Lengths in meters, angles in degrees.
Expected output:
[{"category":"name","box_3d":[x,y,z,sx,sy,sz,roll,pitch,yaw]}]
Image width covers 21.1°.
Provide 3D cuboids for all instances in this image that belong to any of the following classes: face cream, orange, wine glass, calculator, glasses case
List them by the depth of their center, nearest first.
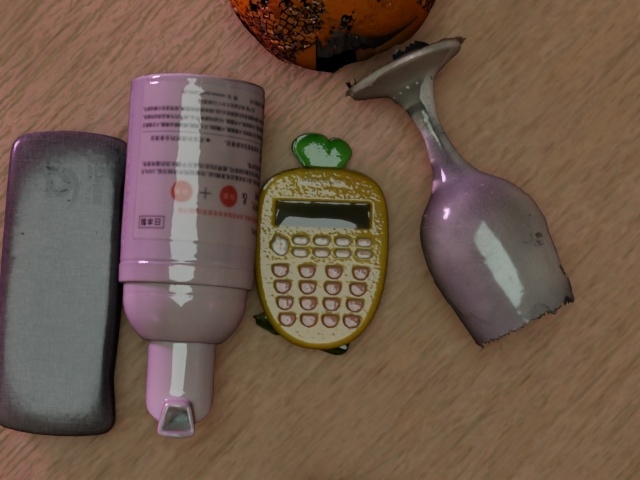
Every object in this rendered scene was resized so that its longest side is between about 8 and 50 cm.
[{"category":"face cream","box_3d":[-0.141,0.019,1.790,0.145,0.145,0.369,5,86,1]},{"category":"wine glass","box_3d":[0.149,-0.050,1.798,0.143,0.143,0.321,-23,85,-2]},{"category":"orange","box_3d":[0.012,-0.295,1.804,0.234,0.182,0.234,-2,78,11]},{"category":"glasses case","box_3d":[-0.274,0.046,1.823,0.131,0.074,0.323,3,85,-1]},{"category":"calculator","box_3d":[0.000,0.000,1.839,0.146,0.032,0.235,2,79,-2]}]

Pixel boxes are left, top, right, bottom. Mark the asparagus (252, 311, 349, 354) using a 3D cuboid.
[{"category":"asparagus","box_3d":[-0.021,0.098,1.844,0.108,0.021,0.025,18,81,2]}]
